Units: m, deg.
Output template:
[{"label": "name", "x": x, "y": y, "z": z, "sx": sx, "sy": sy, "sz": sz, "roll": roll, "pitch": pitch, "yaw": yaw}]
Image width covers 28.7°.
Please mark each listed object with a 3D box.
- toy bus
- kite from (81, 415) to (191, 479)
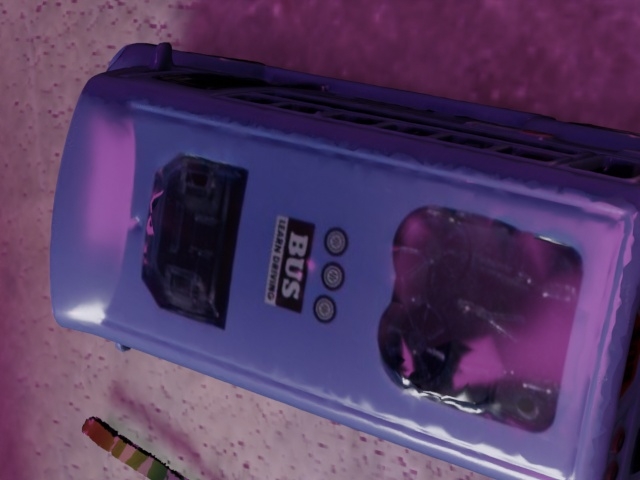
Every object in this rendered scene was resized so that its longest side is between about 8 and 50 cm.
[{"label": "toy bus", "x": 0.000, "y": 0.000, "z": 0.470, "sx": 0.292, "sy": 0.133, "sz": 0.125, "roll": 15, "pitch": 100, "yaw": 33}, {"label": "kite", "x": -0.017, "y": 0.185, "z": 0.561, "sx": 0.285, "sy": 0.015, "sz": 0.152, "roll": 29, "pitch": 104, "yaw": 28}]
